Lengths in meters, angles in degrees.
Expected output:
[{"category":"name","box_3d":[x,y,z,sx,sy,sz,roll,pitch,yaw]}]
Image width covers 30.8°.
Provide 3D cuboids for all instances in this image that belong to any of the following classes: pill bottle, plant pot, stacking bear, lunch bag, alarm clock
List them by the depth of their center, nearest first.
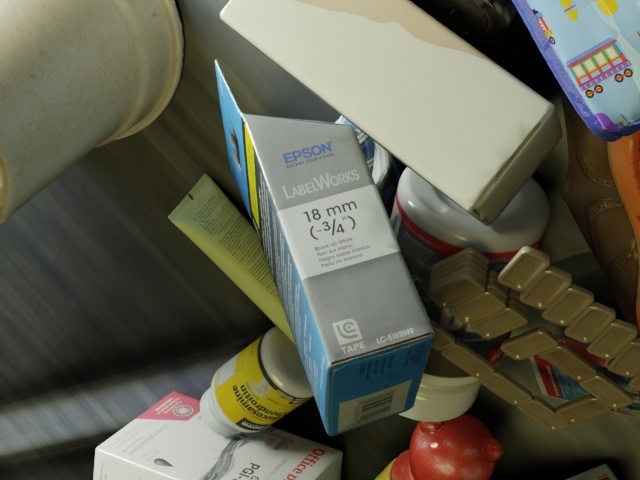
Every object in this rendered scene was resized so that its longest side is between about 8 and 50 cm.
[{"category":"lunch bag","box_3d":[0.272,-0.232,0.957,0.221,0.138,0.293,-27,83,39]},{"category":"alarm clock","box_3d":[0.117,-0.247,1.116,0.129,0.064,0.192,36,170,-33]},{"category":"plant pot","box_3d":[-0.361,-0.172,1.269,0.334,0.305,0.334,11,130,13]},{"category":"pill bottle","box_3d":[0.141,0.057,1.280,0.161,0.161,0.283,21,130,14]},{"category":"stacking bear","box_3d":[0.139,0.332,1.488,0.175,0.164,0.289,26,126,10]},{"category":"pill bottle","box_3d":[-0.080,0.192,1.533,0.103,0.103,0.184,45,131,-7]}]

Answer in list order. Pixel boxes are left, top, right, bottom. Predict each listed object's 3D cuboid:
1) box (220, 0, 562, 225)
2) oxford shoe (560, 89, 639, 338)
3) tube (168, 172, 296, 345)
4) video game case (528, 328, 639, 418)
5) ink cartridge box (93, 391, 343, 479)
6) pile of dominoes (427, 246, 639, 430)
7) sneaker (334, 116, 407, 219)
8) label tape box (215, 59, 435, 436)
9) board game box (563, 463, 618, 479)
[{"category":"box","box_3d":[0.071,-0.157,1.114,0.311,0.148,0.121,39,95,14]},{"category":"oxford shoe","box_3d":[0.327,-0.019,1.181,0.133,0.130,0.364,34,150,48]},{"category":"tube","box_3d":[-0.084,0.029,1.439,0.062,0.070,0.240,-41,105,4]},{"category":"video game case","box_3d":[0.372,0.166,1.251,0.285,0.025,0.204,12,163,20]},{"category":"ink cartridge box","box_3d":[-0.136,0.331,1.578,0.283,0.207,0.117,15,112,21]},{"category":"pile of dominoes","box_3d":[0.223,0.093,1.164,0.251,0.040,0.196,36,139,-23]},{"category":"sneaker","box_3d":[0.054,-0.100,1.280,0.081,0.080,0.211,19,120,23]},{"category":"label tape box","box_3d":[0.000,0.000,1.166,0.240,0.106,0.334,92,159,-66]},{"category":"board game box","box_3d":[0.241,0.413,1.436,0.305,0.053,0.193,-21,119,-1]}]
